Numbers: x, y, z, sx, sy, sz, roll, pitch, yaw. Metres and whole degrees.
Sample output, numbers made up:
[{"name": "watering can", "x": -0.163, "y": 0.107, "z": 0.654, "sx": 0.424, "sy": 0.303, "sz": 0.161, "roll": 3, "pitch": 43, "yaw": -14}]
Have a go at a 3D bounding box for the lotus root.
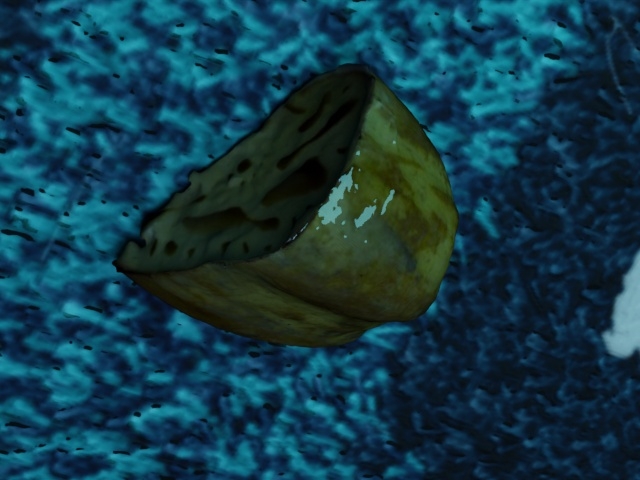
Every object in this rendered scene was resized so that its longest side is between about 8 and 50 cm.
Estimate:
[{"name": "lotus root", "x": 0.002, "y": 0.000, "z": 0.898, "sx": 0.135, "sy": 0.095, "sz": 0.159, "roll": 30, "pitch": 109, "yaw": -34}]
